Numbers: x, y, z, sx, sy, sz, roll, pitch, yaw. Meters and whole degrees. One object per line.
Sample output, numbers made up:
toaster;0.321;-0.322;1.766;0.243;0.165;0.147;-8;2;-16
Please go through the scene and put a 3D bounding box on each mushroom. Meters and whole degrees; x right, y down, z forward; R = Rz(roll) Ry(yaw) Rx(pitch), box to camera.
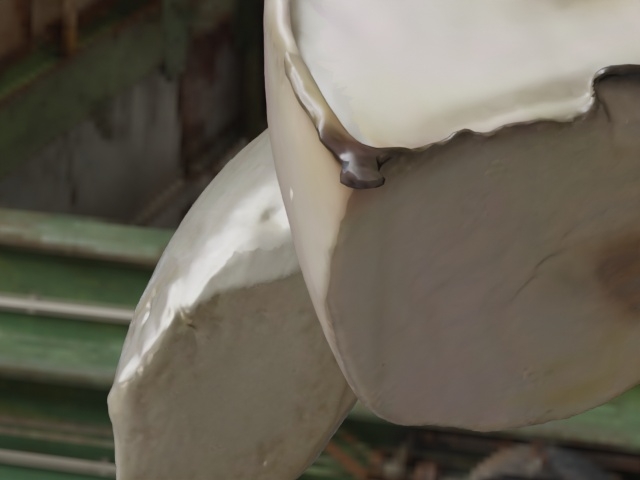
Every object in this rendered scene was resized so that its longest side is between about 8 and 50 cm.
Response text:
mushroom;0.000;0.000;1.028;0.350;0.128;0.128;-52;-34;-38
mushroom;0.072;-0.049;0.682;0.173;0.236;0.162;101;148;-51
